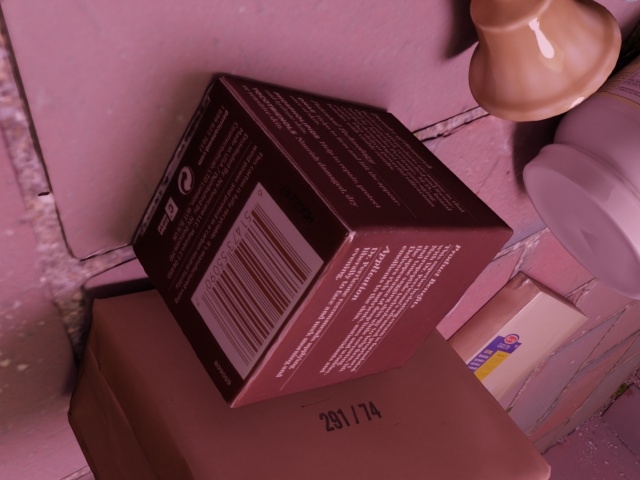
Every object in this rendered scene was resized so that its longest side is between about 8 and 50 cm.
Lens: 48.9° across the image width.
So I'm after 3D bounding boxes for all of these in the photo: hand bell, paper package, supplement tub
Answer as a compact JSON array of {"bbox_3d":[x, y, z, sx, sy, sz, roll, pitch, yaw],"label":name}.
[{"bbox_3d":[0.124,-0.203,0.499,0.126,0.126,0.242,-43,139,6],"label":"hand bell"},{"bbox_3d":[-0.017,0.180,0.632,0.325,0.309,0.168,-9,141,-40],"label":"paper package"},{"bbox_3d":[0.422,-0.110,0.799,0.325,0.235,0.235,-39,150,-2],"label":"supplement tub"}]

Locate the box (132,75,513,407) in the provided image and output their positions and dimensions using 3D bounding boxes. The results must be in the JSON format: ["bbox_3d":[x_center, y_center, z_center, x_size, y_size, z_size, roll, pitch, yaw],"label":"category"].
[{"bbox_3d":[0.000,0.000,0.549,0.203,0.167,0.168,0,132,-48],"label":"box"}]

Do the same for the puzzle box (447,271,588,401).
[{"bbox_3d":[0.353,0.198,1.330,0.272,0.052,0.409,-46,149,13],"label":"puzzle box"}]
